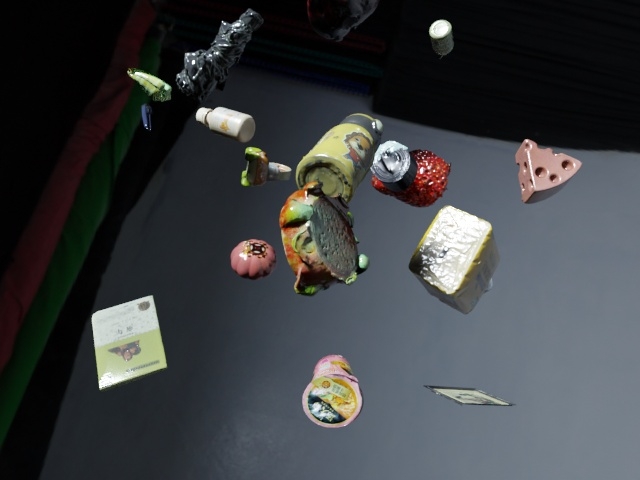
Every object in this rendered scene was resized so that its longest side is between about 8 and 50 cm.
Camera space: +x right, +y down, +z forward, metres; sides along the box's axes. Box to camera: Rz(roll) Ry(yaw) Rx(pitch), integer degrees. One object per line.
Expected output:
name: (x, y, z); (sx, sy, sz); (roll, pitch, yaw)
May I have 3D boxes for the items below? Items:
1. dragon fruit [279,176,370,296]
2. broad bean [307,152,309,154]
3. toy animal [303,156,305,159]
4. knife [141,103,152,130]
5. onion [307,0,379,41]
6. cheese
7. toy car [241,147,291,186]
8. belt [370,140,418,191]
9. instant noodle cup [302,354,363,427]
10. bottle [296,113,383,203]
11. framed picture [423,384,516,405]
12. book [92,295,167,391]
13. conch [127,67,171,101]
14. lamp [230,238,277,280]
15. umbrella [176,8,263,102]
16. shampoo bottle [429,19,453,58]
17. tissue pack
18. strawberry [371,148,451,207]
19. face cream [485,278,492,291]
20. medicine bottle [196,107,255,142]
dragon fruit: (0.000, 0.000, 1.262); (0.295, 0.130, 0.269); (48, -141, -31)
broad bean: (0.040, -0.437, 2.673); (0.291, 0.237, 0.119); (-159, 55, -82)
toy animal: (0.004, -0.334, 2.564); (0.219, 0.155, 0.095); (66, -161, 4)
knife: (-0.491, -0.347, 1.471); (0.031, 0.018, 0.121); (48, -160, -51)
onion: (0.064, -0.807, 1.754); (0.281, 0.280, 0.222); (99, 155, -76)
cheese: (0.784, -0.235, 1.777); (0.128, 0.176, 0.203); (83, -174, -68)
toy car: (-0.239, -0.319, 2.336); (0.235, 0.234, 0.145); (-75, -3, -71)
belt: (0.259, -0.268, 1.840); (0.151, 0.078, 0.198); (-44, 46, 13)
instant noodle cup: (0.051, 0.591, 2.112); (0.255, 0.243, 0.244); (-85, 7, -77)
bottle: (0.073, -0.251, 1.499); (0.351, 0.171, 0.172); (-58, -15, -45)
framed picture: (0.433, 0.455, 1.516); (0.199, 0.195, 0.010); (178, 100, -69)
book: (-0.714, 0.368, 1.929); (0.035, 0.239, 0.352); (86, 162, -46)
conch: (-0.599, -0.547, 1.815); (0.079, 0.170, 0.105); (-60, 18, -5)
lamp: (-0.257, 0.080, 2.003); (0.182, 0.181, 0.140); (-76, -1, -53)
umbrella: (-0.325, -0.594, 1.628); (0.337, 0.154, 0.128); (-52, 37, 24)
shampoo bottle: (0.455, -0.743, 1.931); (0.162, 0.079, 0.079); (29, -108, -68)
tissue pack: (0.520, 0.087, 1.971); (0.293, 0.228, 0.382); (-59, -28, -6)
strawberry: (0.366, -0.257, 2.073); (0.261, 0.257, 0.261); (-48, 25, 32)
face cream: (0.676, 0.190, 2.452); (0.187, 0.201, 0.201); (-39, 24, 36)
medicine bottle: (-0.393, -0.481, 2.116); (0.114, 0.252, 0.114); (-43, -36, -42)
